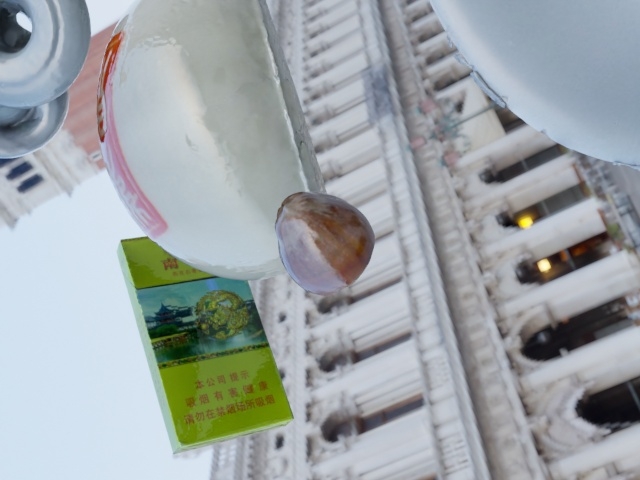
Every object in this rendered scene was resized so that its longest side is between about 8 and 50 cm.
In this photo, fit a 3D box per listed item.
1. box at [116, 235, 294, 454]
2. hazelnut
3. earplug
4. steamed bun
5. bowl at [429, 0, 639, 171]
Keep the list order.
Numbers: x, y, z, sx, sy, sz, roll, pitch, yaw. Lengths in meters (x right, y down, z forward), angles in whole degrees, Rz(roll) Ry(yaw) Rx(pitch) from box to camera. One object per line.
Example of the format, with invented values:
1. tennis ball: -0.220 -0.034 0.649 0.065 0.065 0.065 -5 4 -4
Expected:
1. box: -0.179 0.140 1.346 0.187 0.047 0.335 -8 -115 -29
2. hazelnut: 0.000 0.000 0.683 0.086 0.086 0.086 57 -164 -27
3. earplug: -0.423 -0.253 1.223 0.214 0.325 0.175 34 -135 1
4. steamed bun: -0.134 -0.128 1.046 0.374 0.241 0.374 -14 -90 -88
5. bowl: 0.201 -0.225 0.488 0.345 0.157 0.346 43 147 37
